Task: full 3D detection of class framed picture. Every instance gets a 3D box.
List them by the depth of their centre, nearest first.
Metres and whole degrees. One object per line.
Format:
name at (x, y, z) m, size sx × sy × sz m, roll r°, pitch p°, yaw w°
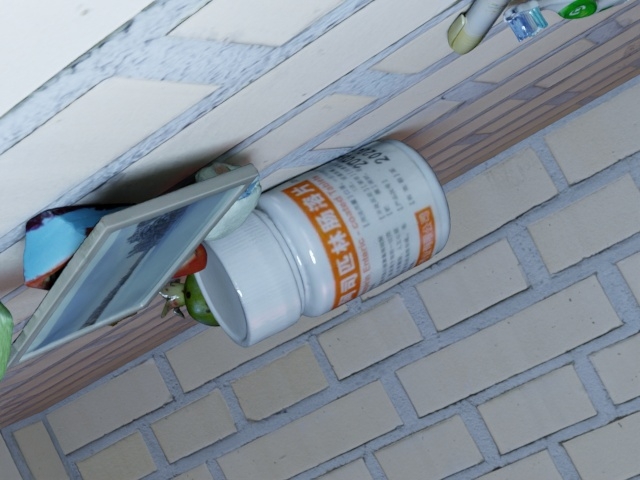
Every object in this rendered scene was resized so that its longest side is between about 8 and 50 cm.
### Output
framed picture at (-0.207, 0.031, 1.027) m, size 0.213 × 0.016 × 0.289 m, roll -26°, pitch 165°, yaw -48°

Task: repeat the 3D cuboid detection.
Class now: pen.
pen at (0.167, -0.239, 0.977) m, size 0.040 × 0.032 × 0.233 m, roll -3°, pitch 171°, yaw -6°

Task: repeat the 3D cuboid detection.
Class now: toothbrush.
toothbrush at (0.326, -0.300, 1.215) m, size 0.042 × 0.040 × 0.418 m, roll -33°, pitch 177°, yaw 38°

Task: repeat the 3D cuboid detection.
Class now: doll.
doll at (-0.117, -0.046, 1.158) m, size 0.103 × 0.072 × 0.214 m, roll -28°, pitch 169°, yaw -11°

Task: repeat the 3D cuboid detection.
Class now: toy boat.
toy boat at (-0.221, 0.007, 1.115) m, size 0.136 × 0.079 × 0.392 m, roll -31°, pitch 174°, yaw 10°

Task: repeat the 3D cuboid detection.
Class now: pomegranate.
pomegranate at (-0.223, 0.110, 1.898) m, size 0.169 × 0.149 × 0.148 m, roll -22°, pitch 178°, yaw 23°

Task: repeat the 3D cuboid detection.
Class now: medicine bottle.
medicine bottle at (0.000, 0.000, 1.486) m, size 0.371 × 0.211 × 0.211 m, roll -26°, pitch 175°, yaw -23°

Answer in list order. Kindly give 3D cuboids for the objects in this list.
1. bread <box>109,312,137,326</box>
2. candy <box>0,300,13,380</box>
bread at (-0.349, 0.111, 1.625) m, size 0.082 × 0.060 × 0.113 m, roll -30°, pitch 177°, yaw 3°
candy at (-0.375, 0.083, 0.854) m, size 0.142 × 0.132 × 0.343 m, roll 15°, pitch 168°, yaw -3°
